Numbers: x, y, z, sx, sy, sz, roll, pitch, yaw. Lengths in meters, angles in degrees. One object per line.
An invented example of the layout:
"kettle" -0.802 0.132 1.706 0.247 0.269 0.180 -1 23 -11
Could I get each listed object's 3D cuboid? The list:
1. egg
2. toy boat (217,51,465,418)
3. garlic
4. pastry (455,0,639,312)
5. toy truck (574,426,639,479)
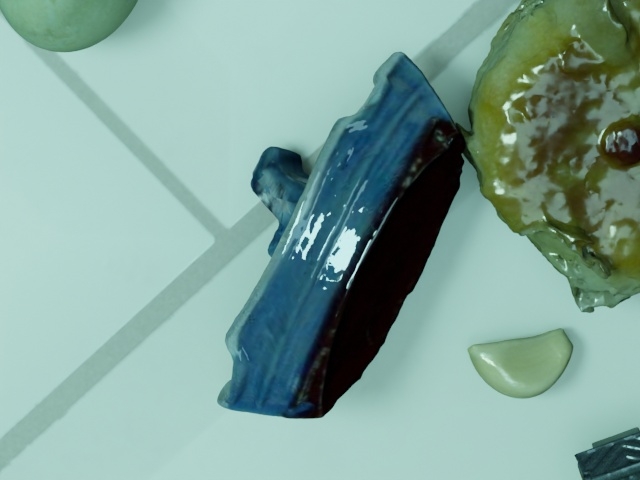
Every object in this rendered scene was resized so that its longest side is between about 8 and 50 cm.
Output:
"egg" -0.179 -0.211 1.139 0.114 0.114 0.152 14 102 -4
"toy boat" 0.000 0.000 1.198 0.142 0.129 0.309 33 103 29
"garlic" 0.163 0.100 1.262 0.083 0.041 0.053 -15 91 -5
"pastry" 0.234 -0.082 1.174 0.235 0.121 0.257 -40 99 8
"toy truck" 0.268 0.242 1.270 0.083 0.092 0.192 -20 104 3
